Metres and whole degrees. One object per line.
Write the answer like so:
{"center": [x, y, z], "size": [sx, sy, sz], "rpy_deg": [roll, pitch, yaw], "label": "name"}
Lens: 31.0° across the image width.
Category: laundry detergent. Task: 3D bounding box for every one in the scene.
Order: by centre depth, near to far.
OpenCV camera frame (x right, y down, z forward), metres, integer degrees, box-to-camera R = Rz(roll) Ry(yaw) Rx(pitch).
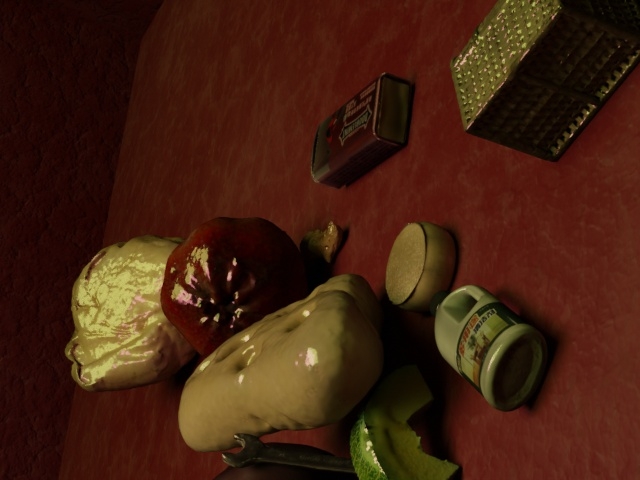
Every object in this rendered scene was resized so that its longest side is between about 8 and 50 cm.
{"center": [0.181, 0.108, 1.332], "size": [0.226, 0.070, 0.099], "rpy_deg": [-132, 52, -67], "label": "laundry detergent"}

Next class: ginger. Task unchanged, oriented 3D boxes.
{"center": [0.000, 0.006, 1.916], "size": [0.057, 0.044, 0.137], "rpy_deg": [-62, 17, -20], "label": "ginger"}

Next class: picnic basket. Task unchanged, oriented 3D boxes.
{"center": [0.251, -0.219, 1.303], "size": [0.196, 0.134, 0.154], "rpy_deg": [-56, 31, 41], "label": "picnic basket"}

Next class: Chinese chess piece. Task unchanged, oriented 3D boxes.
{"center": [0.133, 0.035, 1.538], "size": [0.122, 0.051, 0.122], "rpy_deg": [-166, 90, -70], "label": "Chinese chess piece"}

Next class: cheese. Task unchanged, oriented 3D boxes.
{"center": [-0.065, 0.188, 1.532], "size": [0.328, 0.130, 0.351], "rpy_deg": [-33, 7, 8], "label": "cheese"}

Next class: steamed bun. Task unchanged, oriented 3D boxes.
{"center": [-0.386, 0.169, 2.525], "size": [0.324, 0.230, 0.373], "rpy_deg": [6, 73, 31], "label": "steamed bun"}

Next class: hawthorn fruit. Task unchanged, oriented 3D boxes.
{"center": [-0.142, 0.063, 1.957], "size": [0.300, 0.254, 0.254], "rpy_deg": [-93, 25, -70], "label": "hawthorn fruit"}

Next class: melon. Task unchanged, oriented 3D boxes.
{"center": [0.098, 0.244, 1.396], "size": [0.064, 0.117, 0.210], "rpy_deg": [101, 155, -43], "label": "melon"}

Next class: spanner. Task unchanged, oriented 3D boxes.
{"center": [0.005, 0.275, 1.431], "size": [0.054, 0.254, 0.015], "rpy_deg": [-72, -14, -53], "label": "spanner"}

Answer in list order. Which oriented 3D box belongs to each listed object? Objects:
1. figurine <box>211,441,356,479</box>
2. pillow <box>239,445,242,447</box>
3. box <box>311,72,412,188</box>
{"center": [-0.012, 0.424, 1.465], "size": [0.218, 0.206, 0.365], "rpy_deg": [-35, 59, 10], "label": "figurine"}
{"center": [-0.139, 0.253, 2.040], "size": [0.171, 0.075, 0.179], "rpy_deg": [-66, 23, 20], "label": "pillow"}
{"center": [0.064, -0.172, 1.844], "size": [0.224, 0.069, 0.120], "rpy_deg": [-28, 49, 61], "label": "box"}
